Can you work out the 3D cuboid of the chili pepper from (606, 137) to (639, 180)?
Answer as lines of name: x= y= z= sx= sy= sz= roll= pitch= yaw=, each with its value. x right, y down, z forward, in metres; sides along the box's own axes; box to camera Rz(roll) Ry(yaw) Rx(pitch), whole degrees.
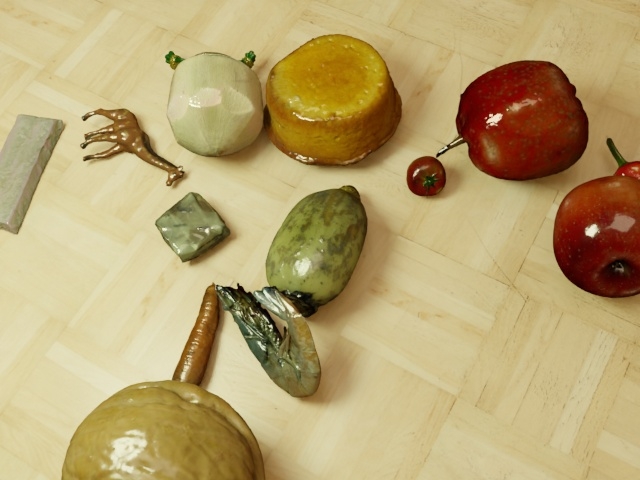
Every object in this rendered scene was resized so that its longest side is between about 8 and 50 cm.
chili pepper: x=0.724 y=-0.077 z=1.368 sx=0.369 sy=0.091 sz=0.137 roll=32 pitch=52 yaw=12

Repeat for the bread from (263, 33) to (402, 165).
bread: x=0.023 y=-0.302 z=1.485 sx=0.313 sy=0.172 sz=0.312 roll=-2 pitch=61 yaw=4

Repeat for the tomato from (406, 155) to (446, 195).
tomato: x=0.221 y=-0.137 z=1.436 sx=0.087 sy=0.087 sz=0.075 roll=-10 pitch=25 yaw=0

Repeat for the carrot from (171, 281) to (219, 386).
carrot: x=-0.235 y=0.191 z=1.332 sx=0.059 sy=0.059 sz=0.247 roll=9 pitch=62 yaw=10

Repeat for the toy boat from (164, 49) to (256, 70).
toy boat: x=-0.264 y=-0.409 z=1.611 sx=0.230 sy=0.089 sz=0.088 roll=2 pitch=78 yaw=10

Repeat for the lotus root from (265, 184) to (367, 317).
lotus root: x=0.000 y=0.000 z=1.356 sx=0.173 sy=0.173 sz=0.309 roll=16 pitch=59 yaw=13

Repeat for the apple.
apple: x=0.544 y=-0.008 z=1.269 sx=0.218 sy=0.218 sz=0.201 roll=11 pitch=40 yaw=11

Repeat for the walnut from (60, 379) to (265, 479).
walnut: x=-0.245 y=0.382 z=1.098 sx=0.333 sy=0.332 sz=0.332 roll=-2 pitch=63 yaw=4

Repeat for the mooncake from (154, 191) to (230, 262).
mooncake: x=-0.271 y=-0.027 z=1.431 sx=0.125 sy=0.073 sz=0.130 roll=-34 pitch=67 yaw=-15

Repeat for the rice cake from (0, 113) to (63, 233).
rice cake: x=-0.688 y=-0.161 z=1.550 sx=0.106 sy=0.050 sz=0.297 roll=9 pitch=65 yaw=10

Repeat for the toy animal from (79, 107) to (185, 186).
toy animal: x=-0.427 y=-0.210 z=1.543 sx=0.230 sy=0.066 sz=0.224 roll=-6 pitch=63 yaw=-3

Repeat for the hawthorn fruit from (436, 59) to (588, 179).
hawthorn fruit: x=0.380 y=-0.227 z=1.394 sx=0.301 sy=0.254 sz=0.254 roll=-25 pitch=63 yaw=14

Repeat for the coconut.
coconut: x=-0.232 y=-0.281 z=1.477 sx=0.224 sy=0.224 sz=0.233 roll=0 pitch=68 yaw=6

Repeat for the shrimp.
shrimp: x=-0.094 y=0.159 z=1.268 sx=0.075 sy=0.178 sz=0.289 roll=-12 pitch=57 yaw=-37
